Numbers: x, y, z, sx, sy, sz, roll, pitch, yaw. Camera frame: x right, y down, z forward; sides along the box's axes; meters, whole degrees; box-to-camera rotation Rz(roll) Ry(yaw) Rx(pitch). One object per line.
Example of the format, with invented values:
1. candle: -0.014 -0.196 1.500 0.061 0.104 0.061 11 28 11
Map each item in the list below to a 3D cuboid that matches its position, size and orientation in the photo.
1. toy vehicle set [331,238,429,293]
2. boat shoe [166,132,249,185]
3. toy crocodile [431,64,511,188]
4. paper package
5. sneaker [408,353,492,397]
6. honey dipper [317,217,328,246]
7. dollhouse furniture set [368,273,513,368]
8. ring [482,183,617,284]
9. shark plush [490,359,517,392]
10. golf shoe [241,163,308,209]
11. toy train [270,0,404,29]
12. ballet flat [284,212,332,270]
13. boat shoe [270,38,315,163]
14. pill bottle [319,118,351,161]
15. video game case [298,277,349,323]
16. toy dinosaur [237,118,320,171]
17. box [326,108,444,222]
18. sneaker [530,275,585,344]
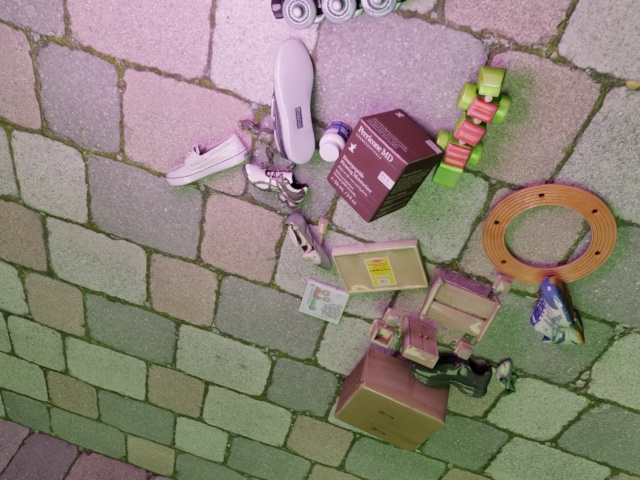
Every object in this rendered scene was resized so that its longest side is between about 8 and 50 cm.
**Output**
1. toy vehicle set: 0.183 0.082 1.730 0.266 0.035 0.166 -6 126 22
2. boat shoe: -0.333 -0.231 1.598 0.267 0.096 0.088 -13 119 25
3. toy crocodile: 0.352 -0.261 1.350 0.115 0.105 0.341 21 132 0
4. paper package: 0.248 0.566 2.007 0.324 0.168 0.309 24 138 -3
5. sneaker: 0.437 0.426 1.904 0.286 0.109 0.130 14 122 -3
6. honey dipper: 0.000 0.000 1.727 0.030 0.030 0.161 15 135 5
7. dollhouse furniture set: 0.354 0.183 1.732 0.303 0.174 0.356 23 112 -3
8. ring: 0.608 -0.014 1.523 0.336 0.032 0.337 9 131 11
9. shark plush: 0.631 0.467 1.896 0.067 0.073 0.161 -32 112 2
10. golf shoe: -0.124 -0.175 1.597 0.198 0.077 0.094 29 127 -20
11. toy train: 0.043 -0.561 1.192 0.333 0.142 0.190 -1 116 20
12. ballet flat: -0.043 0.017 1.704 0.072 0.068 0.213 -11 116 49
13. boat shoe: -0.080 -0.345 1.421 0.102 0.108 0.301 23 129 47
14. pill bottle: 0.036 -0.253 1.445 0.067 0.120 0.067 9 131 10
15. video game case: 0.012 0.205 1.895 0.143 0.019 0.157 19 131 1
16. toy dinosaur: -0.108 -0.246 1.539 0.268 0.064 0.118 15 124 0
17. box: 0.156 -0.185 1.397 0.168 0.167 0.203 48 134 19
18. sneaker: 0.660 0.217 1.626 0.131 0.112 0.296 -11 133 31
